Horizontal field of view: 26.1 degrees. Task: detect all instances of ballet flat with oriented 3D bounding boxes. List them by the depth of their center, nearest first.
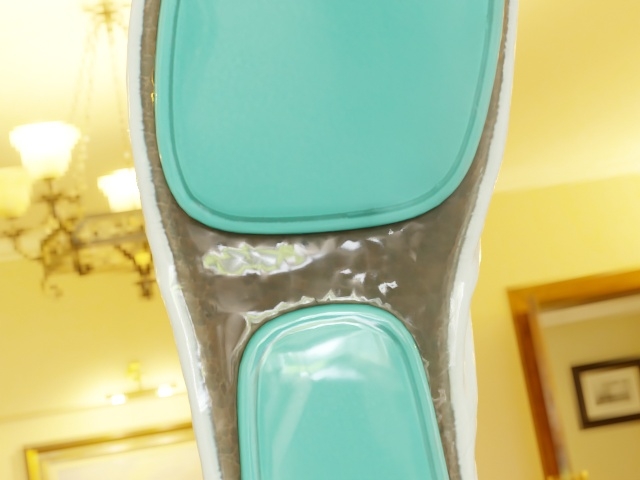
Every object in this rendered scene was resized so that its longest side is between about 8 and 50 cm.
[{"bbox_3d":[0.000,0.000,0.521,0.139,0.400,0.139,-2,6,0],"label":"ballet flat"}]
